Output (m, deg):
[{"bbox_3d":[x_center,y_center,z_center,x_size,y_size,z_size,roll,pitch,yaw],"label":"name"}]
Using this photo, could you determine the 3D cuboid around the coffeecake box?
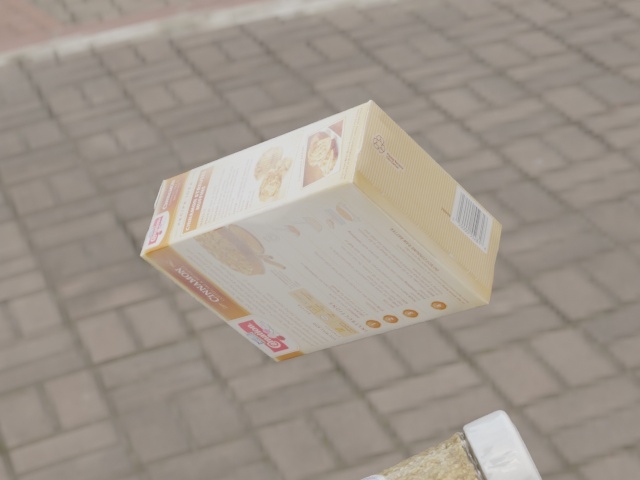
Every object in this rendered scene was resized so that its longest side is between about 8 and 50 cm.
[{"bbox_3d":[0.000,0.000,1.147,0.185,0.142,0.068,-18,45,38],"label":"coffeecake box"}]

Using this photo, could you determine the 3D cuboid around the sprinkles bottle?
[{"bbox_3d":[0.058,0.303,1.816,0.355,0.121,0.121,-26,26,2],"label":"sprinkles bottle"}]
